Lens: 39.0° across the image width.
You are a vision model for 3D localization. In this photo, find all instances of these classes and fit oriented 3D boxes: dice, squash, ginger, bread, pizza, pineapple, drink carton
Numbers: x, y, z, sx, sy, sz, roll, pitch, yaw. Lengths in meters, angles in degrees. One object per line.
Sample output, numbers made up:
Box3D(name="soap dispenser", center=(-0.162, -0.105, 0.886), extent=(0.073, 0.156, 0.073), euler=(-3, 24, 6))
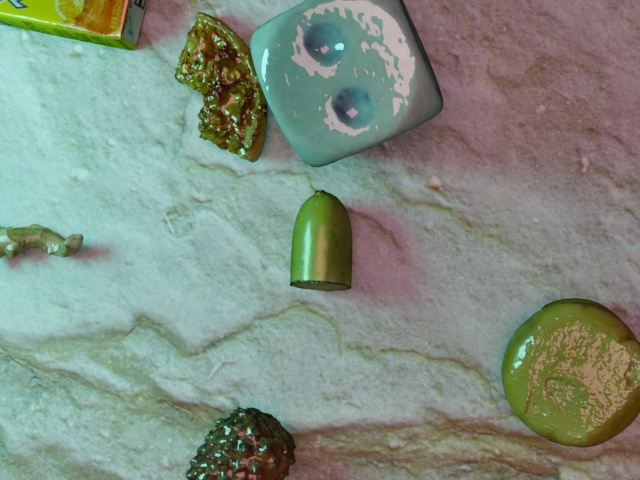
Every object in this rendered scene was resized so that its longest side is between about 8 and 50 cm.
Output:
Box3D(name="dice", center=(0.050, -0.293, 1.572), extent=(0.265, 0.268, 0.262), euler=(-23, 97, 12))
Box3D(name="squash", center=(0.000, 0.000, 1.669), extent=(0.123, 0.123, 0.186), euler=(0, 85, 3))
Box3D(name="ginger", center=(-0.585, 0.007, 1.722), extent=(0.288, 0.075, 0.089), euler=(3, 66, 8))
Box3D(name="bread", center=(0.452, 0.235, 1.612), extent=(0.270, 0.148, 0.270), euler=(-3, 82, 20))
Box3D(name="pizza", center=(-0.185, -0.285, 1.701), extent=(0.161, 0.085, 0.305), euler=(-22, 86, 3))
Box3D(name="pineapple", center=(-0.197, 0.469, 1.653), extent=(0.175, 0.175, 0.361), euler=(37, 100, 4))
Box3D(name="drink carton", center=(-0.515, -0.471, 1.710), extent=(0.351, 0.111, 0.154), euler=(12, 89, 3))
